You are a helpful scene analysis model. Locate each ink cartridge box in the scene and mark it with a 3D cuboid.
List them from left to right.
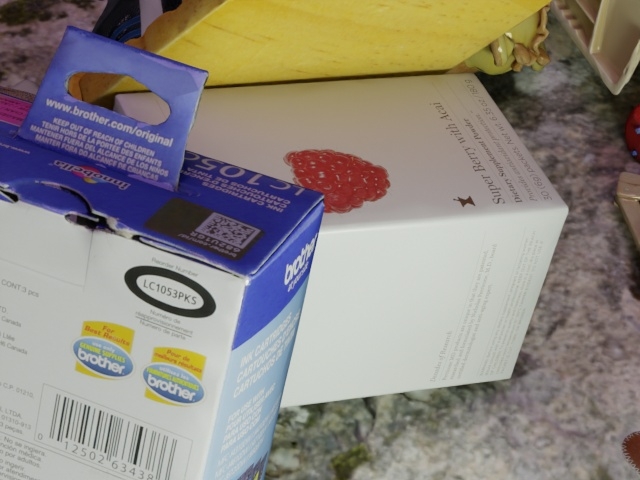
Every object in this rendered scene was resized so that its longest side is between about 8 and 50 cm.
[{"bbox_3d":[-0.163,0.073,1.151,0.270,0.395,0.151,19,26,12],"label":"ink cartridge box"}]

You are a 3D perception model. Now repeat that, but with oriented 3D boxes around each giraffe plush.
[{"bbox_3d":[0.136,-0.221,1.620,0.181,0.210,0.170,-18,85,-37],"label":"giraffe plush"}]

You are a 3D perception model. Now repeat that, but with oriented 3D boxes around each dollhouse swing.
[{"bbox_3d":[-0.035,-0.248,1.435,0.315,0.347,0.305,15,51,-49],"label":"dollhouse swing"}]

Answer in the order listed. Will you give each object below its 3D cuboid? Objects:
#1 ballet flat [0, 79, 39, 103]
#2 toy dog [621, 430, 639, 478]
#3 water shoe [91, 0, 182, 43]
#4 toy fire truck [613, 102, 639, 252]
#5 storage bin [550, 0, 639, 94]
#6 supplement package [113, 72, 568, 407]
[{"bbox_3d":[-0.294,-0.102,1.513,0.316,0.107,0.106,20,36,13],"label":"ballet flat"},{"bbox_3d":[0.286,0.175,1.251,0.333,0.161,0.220,-8,84,-49],"label":"toy dog"},{"bbox_3d":[-0.163,-0.154,1.600,0.080,0.073,0.203,-17,46,17],"label":"water shoe"},{"bbox_3d":[0.297,-0.040,1.526,0.135,0.047,0.192,-20,52,-18],"label":"toy fire truck"},{"bbox_3d":[0.346,-0.252,1.633,0.262,0.123,0.260,-6,43,-19],"label":"storage bin"},{"bbox_3d":[0.000,0.000,1.344,0.293,0.175,0.177,-6,42,-23],"label":"supplement package"}]
